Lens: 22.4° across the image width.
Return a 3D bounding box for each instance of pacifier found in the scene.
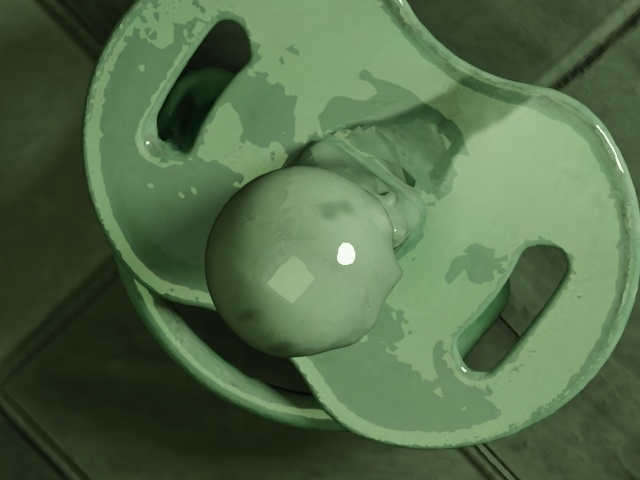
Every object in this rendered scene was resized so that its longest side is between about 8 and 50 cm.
[{"bbox_3d":[0.000,0.000,0.891,0.343,0.269,0.288,34,109,4],"label":"pacifier"}]
